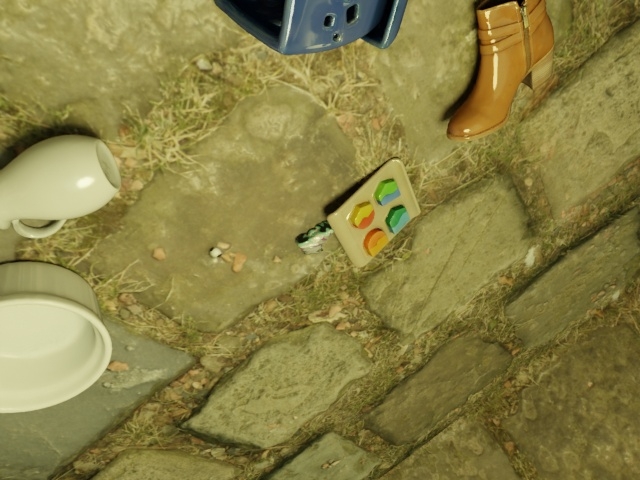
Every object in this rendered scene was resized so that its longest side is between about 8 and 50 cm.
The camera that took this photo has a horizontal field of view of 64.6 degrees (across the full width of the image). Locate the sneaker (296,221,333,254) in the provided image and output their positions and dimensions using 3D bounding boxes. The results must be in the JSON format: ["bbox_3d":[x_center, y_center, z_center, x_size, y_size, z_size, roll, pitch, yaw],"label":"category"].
[{"bbox_3d":[0.000,0.000,1.136,0.098,0.038,0.069,-25,137,2],"label":"sneaker"}]

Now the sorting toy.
[{"bbox_3d":[0.130,-0.054,1.134,0.208,0.038,0.193,-41,135,-9],"label":"sorting toy"}]

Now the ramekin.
[{"bbox_3d":[-0.532,0.169,0.918,0.278,0.135,0.277,-14,132,-17],"label":"ramekin"}]

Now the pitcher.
[{"bbox_3d":[-0.422,-0.075,0.804,0.207,0.125,0.177,-18,154,-1],"label":"pitcher"}]

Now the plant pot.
[{"bbox_3d":[0.003,-0.397,0.686,0.212,0.236,0.235,-9,130,-31],"label":"plant pot"}]

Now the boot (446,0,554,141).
[{"bbox_3d":[0.338,-0.344,0.982,0.284,0.109,0.220,-36,135,0],"label":"boot"}]
